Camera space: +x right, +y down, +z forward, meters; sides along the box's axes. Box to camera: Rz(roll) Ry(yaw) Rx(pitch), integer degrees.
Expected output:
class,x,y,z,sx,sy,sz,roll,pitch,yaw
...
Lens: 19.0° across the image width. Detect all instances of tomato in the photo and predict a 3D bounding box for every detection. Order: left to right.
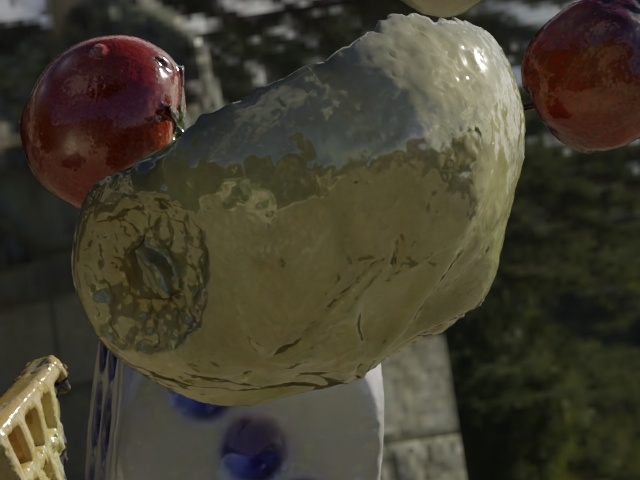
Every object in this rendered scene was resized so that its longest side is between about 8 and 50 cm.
class,x,y,z,sx,sy,sz,roll,pitch,yaw
tomato,-0.195,-0.098,1.735,0.167,0.167,0.167,-8,-7,-1

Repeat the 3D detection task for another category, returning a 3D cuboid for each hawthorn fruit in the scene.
class,x,y,z,sx,sy,sz,roll,pitch,yaw
hawthorn fruit,0.265,-0.160,1.870,0.194,0.157,0.157,-26,-14,27

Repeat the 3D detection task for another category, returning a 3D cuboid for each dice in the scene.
class,x,y,z,sx,sy,sz,roll,pitch,yaw
dice,-0.088,0.184,1.814,0.251,0.259,0.243,6,-3,-15

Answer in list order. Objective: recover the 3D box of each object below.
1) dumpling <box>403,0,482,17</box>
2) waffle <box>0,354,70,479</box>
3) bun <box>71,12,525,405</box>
class,x,y,z,sx,sy,sz,roll,pitch,yaw
dumpling,0.168,-0.328,2.230,0.193,0.147,0.258,14,-4,3
waffle,-0.123,0.140,0.918,0.023,0.152,0.097,-16,11,17
bun,0.005,0.002,1.392,0.364,0.202,0.364,-28,-8,-5
